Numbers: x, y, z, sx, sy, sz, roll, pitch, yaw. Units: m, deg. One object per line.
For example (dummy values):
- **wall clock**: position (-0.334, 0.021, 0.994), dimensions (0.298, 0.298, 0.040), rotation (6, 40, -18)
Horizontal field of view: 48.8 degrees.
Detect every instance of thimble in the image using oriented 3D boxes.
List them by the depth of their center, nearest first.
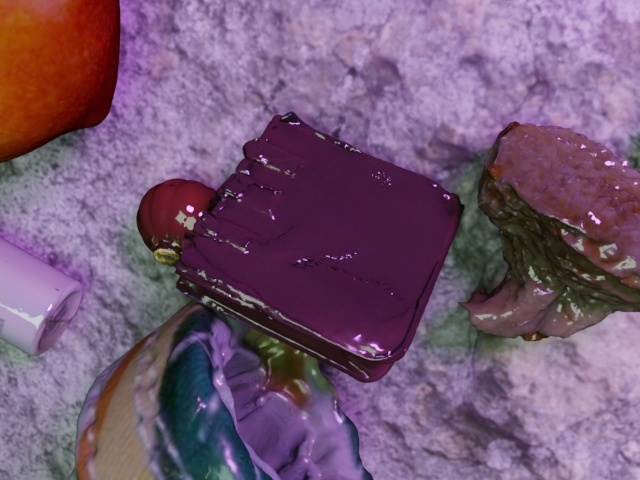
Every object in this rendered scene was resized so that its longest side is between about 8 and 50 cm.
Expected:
- **thimble**: position (-0.079, 0.187, 0.629), dimensions (0.167, 0.288, 0.254), rotation (-37, 110, 15)

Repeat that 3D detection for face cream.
- **face cream**: position (-0.404, 0.008, 0.730), dimensions (0.311, 0.092, 0.092), rotation (29, 105, -1)

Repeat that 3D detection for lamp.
- **lamp**: position (-0.130, -0.015, 0.691), dimensions (0.101, 0.090, 0.101), rotation (16, 145, 11)

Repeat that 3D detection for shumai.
- **shumai**: position (0.209, 0.007, 0.637), dimensions (0.206, 0.166, 0.176), rotation (41, 132, 9)

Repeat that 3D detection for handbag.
- **handbag**: position (0.000, 0.002, 0.630), dimensions (0.216, 0.203, 0.074), rotation (24, 144, 3)

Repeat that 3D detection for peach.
- **peach**: position (-0.310, -0.214, 0.575), dimensions (0.307, 0.308, 0.332), rotation (-36, 112, 14)
